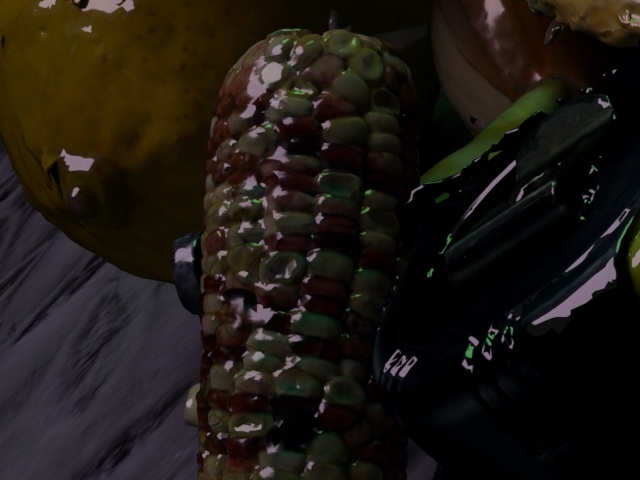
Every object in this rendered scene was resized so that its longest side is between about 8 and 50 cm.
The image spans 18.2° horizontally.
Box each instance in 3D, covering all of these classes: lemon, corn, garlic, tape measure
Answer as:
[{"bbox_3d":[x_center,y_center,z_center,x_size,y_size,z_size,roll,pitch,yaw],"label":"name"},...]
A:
[{"bbox_3d":[-0.060,-0.099,1.132,0.253,0.253,0.310,-30,16,46],"label":"lemon"},{"bbox_3d":[-0.005,0.045,0.749,0.086,0.086,0.253,-21,64,59],"label":"corn"},{"bbox_3d":[0.121,-0.130,0.988,0.207,0.115,0.128,-49,8,-23],"label":"garlic"},{"bbox_3d":[0.104,0.010,0.655,0.199,0.112,0.186,-38,17,32],"label":"tape measure"}]

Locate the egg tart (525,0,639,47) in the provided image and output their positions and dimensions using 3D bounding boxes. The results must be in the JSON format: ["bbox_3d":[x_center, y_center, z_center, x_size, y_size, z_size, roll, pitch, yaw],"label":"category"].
[{"bbox_3d":[0.190,-0.177,0.858,0.252,0.098,0.232,-30,27,4],"label":"egg tart"}]

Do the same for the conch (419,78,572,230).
[{"bbox_3d":[0.063,0.011,0.835,0.201,0.079,0.095,-49,-16,-55],"label":"conch"}]

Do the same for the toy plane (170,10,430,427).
[{"bbox_3d":[0.000,0.000,0.907,0.092,0.108,0.286,-11,52,25],"label":"toy plane"}]
